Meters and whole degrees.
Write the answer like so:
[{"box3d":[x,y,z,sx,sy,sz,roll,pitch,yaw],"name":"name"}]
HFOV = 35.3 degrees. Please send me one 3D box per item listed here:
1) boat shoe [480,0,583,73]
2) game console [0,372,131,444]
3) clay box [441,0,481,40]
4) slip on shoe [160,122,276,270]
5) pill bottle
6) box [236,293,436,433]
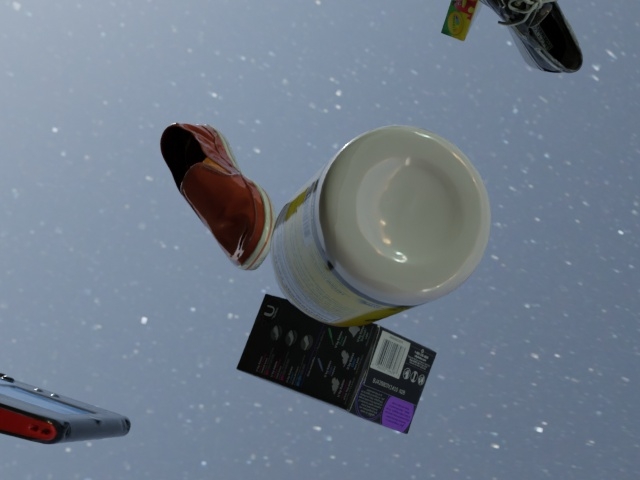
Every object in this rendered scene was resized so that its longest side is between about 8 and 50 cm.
[{"box3d":[0.343,-0.393,1.681,0.113,0.306,0.105,-42,-148,-7],"name":"boat shoe"},{"box3d":[-0.457,0.207,1.364,0.341,0.386,0.060,12,-98,5],"name":"game console"},{"box3d":[0.283,-0.487,1.812,0.222,0.053,0.127,103,12,-45],"name":"clay box"},{"box3d":[-0.164,-0.073,1.553,0.123,0.101,0.331,-56,-135,25],"name":"slip on shoe"},{"box3d":[0.048,0.000,1.162,0.334,0.187,0.188,145,-45,-72],"name":"pill bottle"},{"box3d":[0.023,0.196,1.637,0.270,0.165,0.143,12,-103,45],"name":"box"}]
